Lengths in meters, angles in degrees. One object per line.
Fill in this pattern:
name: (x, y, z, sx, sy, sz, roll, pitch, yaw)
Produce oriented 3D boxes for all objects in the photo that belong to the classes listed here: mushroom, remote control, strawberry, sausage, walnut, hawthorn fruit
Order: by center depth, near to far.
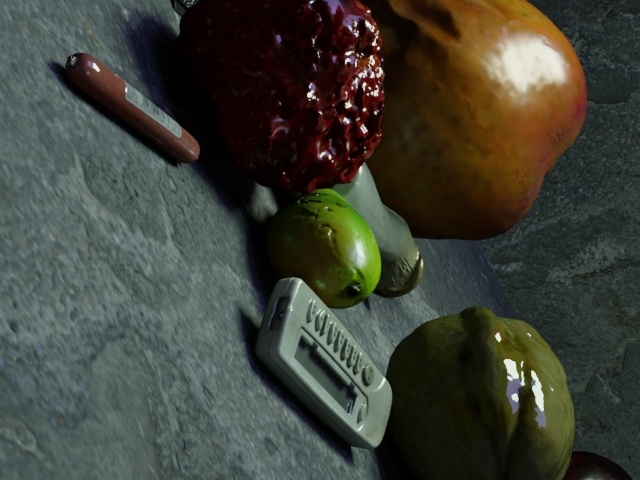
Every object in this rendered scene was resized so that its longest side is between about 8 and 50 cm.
sausage: (-0.162, -0.114, 0.973, 0.223, 0.029, 0.029, 39, 28, -62)
remote control: (0.005, 0.131, 1.098, 0.230, 0.049, 0.090, 52, 47, -44)
strawberry: (-0.027, -0.183, 1.202, 0.274, 0.220, 0.274, 39, 29, -27)
walnut: (0.193, 0.216, 1.324, 0.283, 0.227, 0.283, -175, -90, -83)
mushroom: (0.047, -0.038, 1.464, 0.329, 0.122, 0.159, 48, 29, -53)
hawthorn fruit: (0.170, -0.219, 1.705, 0.472, 0.471, 0.472, 58, 14, -23)

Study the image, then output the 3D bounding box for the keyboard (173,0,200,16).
keyboard: (-0.146, -0.282, 1.409, 0.196, 0.015, 0.074, 39, 28, -61)

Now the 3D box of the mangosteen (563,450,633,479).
mangosteen: (0.372, 0.429, 1.711, 0.261, 0.235, 0.235, 22, -20, 41)

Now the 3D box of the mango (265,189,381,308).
mango: (0.000, 0.000, 1.209, 0.125, 0.111, 0.233, 49, 12, -25)
